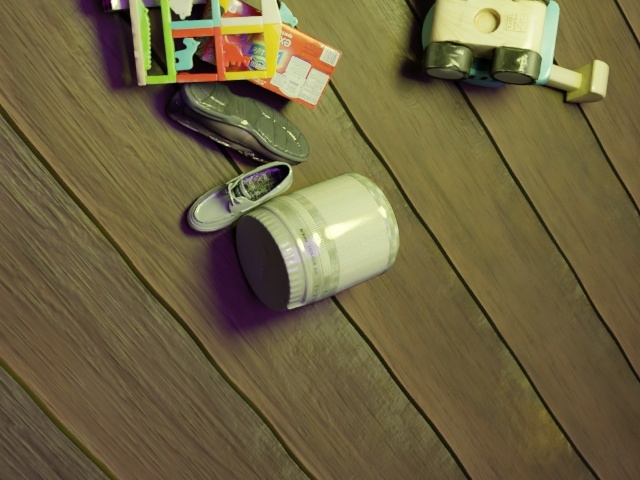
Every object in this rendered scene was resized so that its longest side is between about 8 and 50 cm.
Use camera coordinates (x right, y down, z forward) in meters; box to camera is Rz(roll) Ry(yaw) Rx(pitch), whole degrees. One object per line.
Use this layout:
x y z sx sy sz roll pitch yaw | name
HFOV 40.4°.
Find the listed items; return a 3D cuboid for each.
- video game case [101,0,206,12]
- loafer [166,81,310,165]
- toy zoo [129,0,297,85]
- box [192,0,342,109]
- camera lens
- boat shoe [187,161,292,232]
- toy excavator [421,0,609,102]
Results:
-0.317 -0.540 1.581 0.210 0.041 0.232 -17 106 -41 | video game case
-0.159 -0.222 1.700 0.302 0.095 0.109 26 48 -33 | loafer
-0.187 -0.381 1.548 0.293 0.030 0.192 -3 105 -1 | toy zoo
-0.107 -0.367 1.675 0.256 0.122 0.128 19 104 -29 | box
0.000 0.000 1.708 0.274 0.219 0.219 -21 102 -28 | camera lens
-0.154 -0.092 1.675 0.227 0.081 0.079 -29 81 -16 | boat shoe
0.455 -0.431 1.987 0.432 0.445 0.222 8 87 11 | toy excavator
